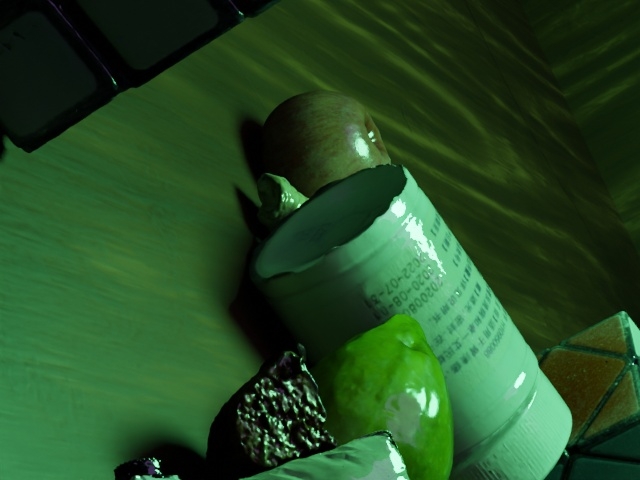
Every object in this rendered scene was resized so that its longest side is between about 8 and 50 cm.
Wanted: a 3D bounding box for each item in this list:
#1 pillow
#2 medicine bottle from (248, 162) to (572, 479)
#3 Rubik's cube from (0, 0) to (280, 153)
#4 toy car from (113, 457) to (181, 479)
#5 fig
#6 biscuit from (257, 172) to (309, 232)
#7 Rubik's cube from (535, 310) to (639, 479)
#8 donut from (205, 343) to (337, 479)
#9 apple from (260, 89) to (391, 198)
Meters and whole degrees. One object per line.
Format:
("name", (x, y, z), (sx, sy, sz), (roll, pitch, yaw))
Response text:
("pillow", (-0.018, 0.235, 1.530), (0.051, 0.229, 0.128), (-34, -106, 64))
("medicine bottle", (0.095, 0.107, 1.990), (0.332, 0.190, 0.190), (55, 19, -18))
("Rubik's cube", (-0.194, -0.350, 1.644), (0.363, 0.359, 0.362), (53, 22, -24))
("toy car", (-0.110, 0.238, 1.434), (0.080, 0.070, 0.170), (7, 56, -51))
("fig", (0.056, 0.165, 1.772), (0.167, 0.233, 0.167), (35, -20, 15))
("biscuit", (0.000, 0.000, 2.114), (0.219, 0.055, 0.061), (40, 22, -49))
("Rubik's cube", (0.340, 0.250, 2.406), (0.205, 0.205, 0.207), (50, 20, -30))
("donut", (-0.026, 0.209, 1.627), (0.085, 0.141, 0.217), (-28, 91, -29))
("apple", (0.009, -0.090, 2.167), (0.153, 0.120, 0.153), (52, 19, -27))
